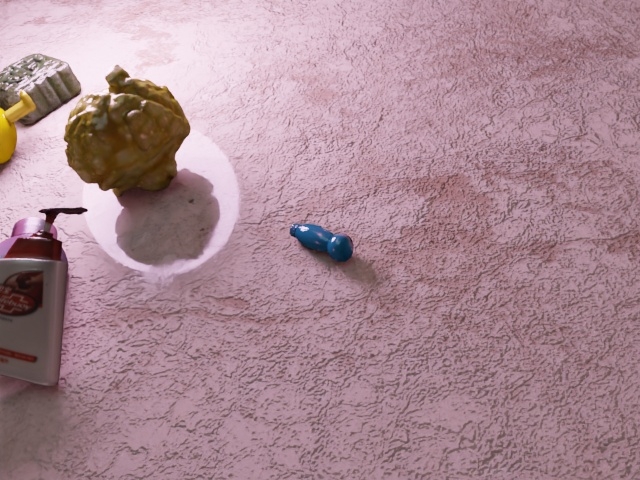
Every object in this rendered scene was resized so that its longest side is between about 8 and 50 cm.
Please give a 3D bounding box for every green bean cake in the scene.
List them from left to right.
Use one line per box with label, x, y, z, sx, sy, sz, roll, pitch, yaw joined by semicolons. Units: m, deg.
green bean cake;-0.727;-0.388;1.562;0.185;0.094;0.183;24;58;35

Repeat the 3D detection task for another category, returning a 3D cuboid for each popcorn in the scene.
popcorn;-0.377;-0.211;1.219;0.195;0.255;0.256;27;52;30

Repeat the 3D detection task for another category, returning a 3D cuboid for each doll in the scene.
doll;-0.796;-0.206;1.392;0.363;0.145;0.199;-39;20;-12

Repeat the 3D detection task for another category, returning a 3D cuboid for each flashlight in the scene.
flashlight;0.000;0.000;1.081;0.129;0.051;0.051;19;55;31

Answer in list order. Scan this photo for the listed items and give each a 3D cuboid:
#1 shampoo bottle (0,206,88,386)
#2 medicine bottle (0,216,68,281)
shampoo bottle;-0.456;0.074;0.988;0.153;0.071;0.284;14;84;-2
medicine bottle;-0.523;0.051;1.113;0.119;0.094;0.188;-12;47;-2
